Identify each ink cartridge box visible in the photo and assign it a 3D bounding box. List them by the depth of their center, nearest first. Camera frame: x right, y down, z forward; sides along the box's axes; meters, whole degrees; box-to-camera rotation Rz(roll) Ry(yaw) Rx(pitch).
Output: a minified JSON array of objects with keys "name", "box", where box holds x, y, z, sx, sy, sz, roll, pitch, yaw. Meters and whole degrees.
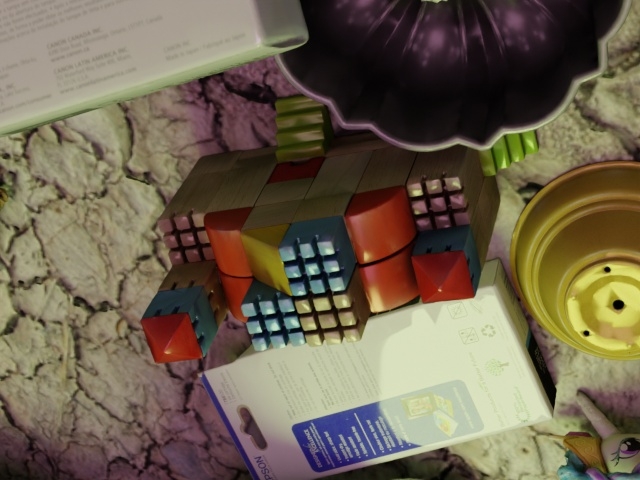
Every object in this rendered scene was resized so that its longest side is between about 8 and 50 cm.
[{"name":"ink cartridge box","box":[-0.205,-0.307,1.328,0.308,0.091,0.385,-13,92,28]},{"name":"ink cartridge box","box":[0.057,0.142,1.611,0.332,0.065,0.165,-17,112,20]}]

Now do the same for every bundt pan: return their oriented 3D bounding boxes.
[{"name":"bundt pan","box":[0.105,-0.247,1.356,0.330,0.124,0.331,5,118,10]}]

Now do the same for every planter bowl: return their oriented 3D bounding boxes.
[{"name":"planter bowl","box":[0.282,0.041,1.487,0.217,0.090,0.217,6,118,10]}]

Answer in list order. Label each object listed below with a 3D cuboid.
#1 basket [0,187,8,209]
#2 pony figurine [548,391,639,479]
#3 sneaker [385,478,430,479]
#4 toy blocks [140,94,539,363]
[{"name":"basket","box":[-0.507,-0.024,1.572,0.299,0.213,0.223,40,119,-8]},{"name":"pony figurine","box":[0.415,0.298,1.518,0.363,0.303,0.351,-12,82,23]},{"name":"sneaker","box":[0.001,0.323,1.702,0.322,0.236,0.130,-5,87,-25]},{"name":"toy blocks","box":[0.000,0.000,1.434,0.381,0.261,0.191,-8,115,17]}]
